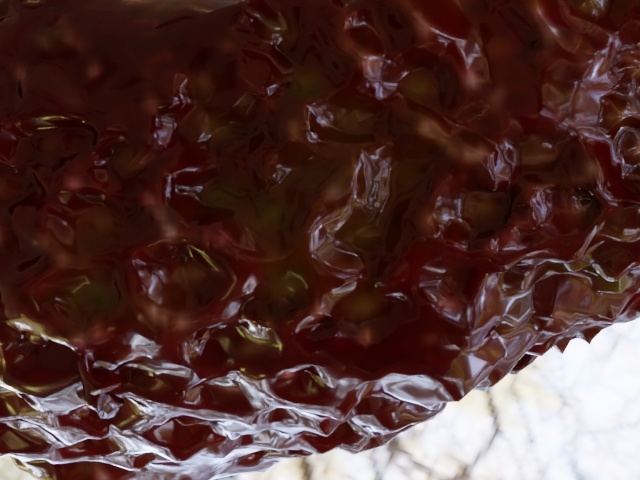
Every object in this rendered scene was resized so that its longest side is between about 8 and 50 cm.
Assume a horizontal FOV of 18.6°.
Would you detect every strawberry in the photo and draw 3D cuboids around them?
[{"bbox_3d":[0.009,0.003,0.445,0.228,0.174,0.098,-6,-108,8],"label":"strawberry"}]
